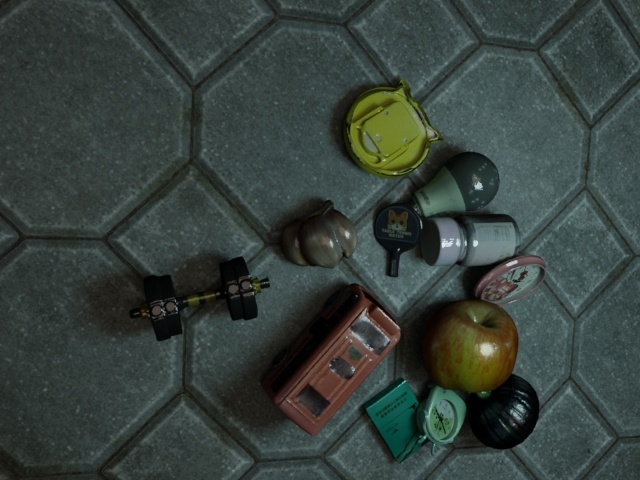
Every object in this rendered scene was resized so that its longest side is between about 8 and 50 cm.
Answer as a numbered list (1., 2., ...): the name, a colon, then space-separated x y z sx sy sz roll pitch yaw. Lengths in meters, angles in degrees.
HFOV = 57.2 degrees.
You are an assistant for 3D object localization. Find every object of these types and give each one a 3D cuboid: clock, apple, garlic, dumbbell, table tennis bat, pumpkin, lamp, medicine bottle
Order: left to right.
1. dumbbell: -0.330 0.159 1.628 0.388 0.185 0.185 -13 98 -14
2. garlic: 0.000 0.000 1.716 0.214 0.160 0.191 -27 96 -14
3. clock: 0.204 -0.326 1.788 0.293 0.071 0.277 -28 90 -20
4. table tennis bat: 0.238 0.000 1.823 0.150 0.027 0.236 9 105 15
5. clock: 0.371 0.571 1.872 0.159 0.066 0.211 46 61 -18
6. lamp: 0.405 -0.141 1.804 0.314 0.182 0.182 -39 103 -4
7. apple: 0.453 0.337 1.806 0.301 0.301 0.302 -1 95 -15
8. medicine bottle: 0.466 0.000 1.837 0.273 0.165 0.165 -2 95 -13
9. pumpkin: 0.557 0.523 1.867 0.248 0.248 0.248 -1 95 -15
10. clock: 0.601 0.127 1.871 0.244 0.056 0.244 -12 142 -10

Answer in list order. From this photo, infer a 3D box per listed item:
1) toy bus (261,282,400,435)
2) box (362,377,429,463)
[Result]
1. toy bus: 0.038 0.338 1.715 0.203 0.233 0.427 44 84 -14
2. box: 0.257 0.580 1.890 0.161 0.042 0.226 -33 102 -10
